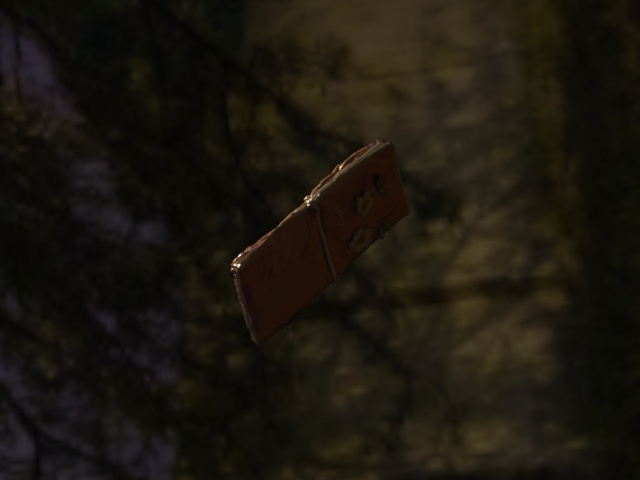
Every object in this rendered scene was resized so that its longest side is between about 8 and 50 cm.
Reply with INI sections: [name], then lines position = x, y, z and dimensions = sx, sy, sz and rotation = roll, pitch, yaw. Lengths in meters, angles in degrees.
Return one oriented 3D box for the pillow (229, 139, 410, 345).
[pillow]
position = 0.000, 0.000, 1.759
dimensions = 0.043, 0.232, 0.126
rotation = 30, 153, 39
